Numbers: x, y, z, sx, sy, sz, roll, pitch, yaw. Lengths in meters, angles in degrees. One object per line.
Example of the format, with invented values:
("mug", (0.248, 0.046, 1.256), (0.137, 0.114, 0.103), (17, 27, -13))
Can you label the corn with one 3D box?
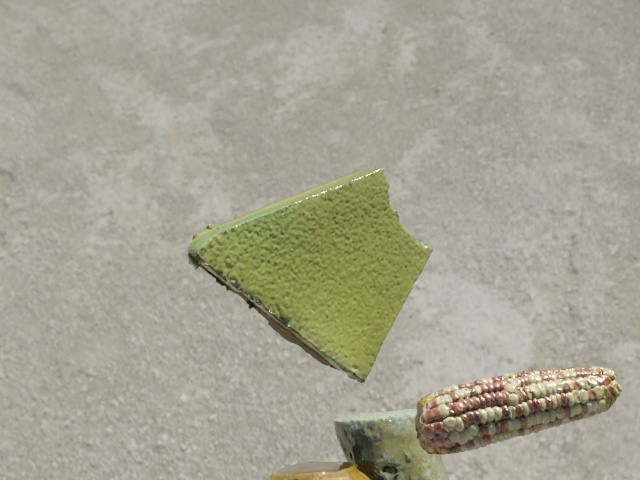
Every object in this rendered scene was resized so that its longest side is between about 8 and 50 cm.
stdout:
("corn", (0.223, 0.190, 0.991), (0.237, 0.079, 0.079), (-11, 47, 3))

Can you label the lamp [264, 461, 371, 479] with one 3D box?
("lamp", (-0.003, 0.387, 1.129), (0.161, 0.161, 0.185), (-6, 83, 6))

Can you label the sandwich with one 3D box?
("sandwich", (0.000, 0.000, 0.930), (0.063, 0.245, 0.212), (1, 55, 55))

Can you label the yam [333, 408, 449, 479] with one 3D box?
("yam", (0.125, 0.371, 1.174), (0.133, 0.133, 0.330), (-18, 66, -5))
